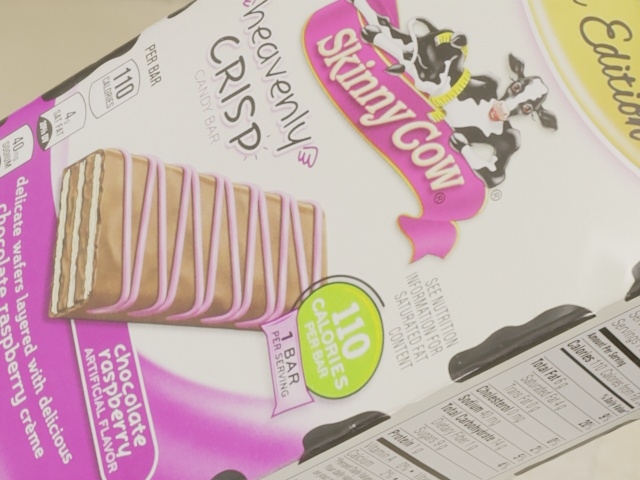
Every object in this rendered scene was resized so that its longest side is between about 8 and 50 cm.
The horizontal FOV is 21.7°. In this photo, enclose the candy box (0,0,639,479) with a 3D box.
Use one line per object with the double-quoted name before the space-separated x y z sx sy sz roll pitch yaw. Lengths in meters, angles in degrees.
"candy box" 0.000 0.000 0.478 0.071 0.233 0.159 37 -150 -51
